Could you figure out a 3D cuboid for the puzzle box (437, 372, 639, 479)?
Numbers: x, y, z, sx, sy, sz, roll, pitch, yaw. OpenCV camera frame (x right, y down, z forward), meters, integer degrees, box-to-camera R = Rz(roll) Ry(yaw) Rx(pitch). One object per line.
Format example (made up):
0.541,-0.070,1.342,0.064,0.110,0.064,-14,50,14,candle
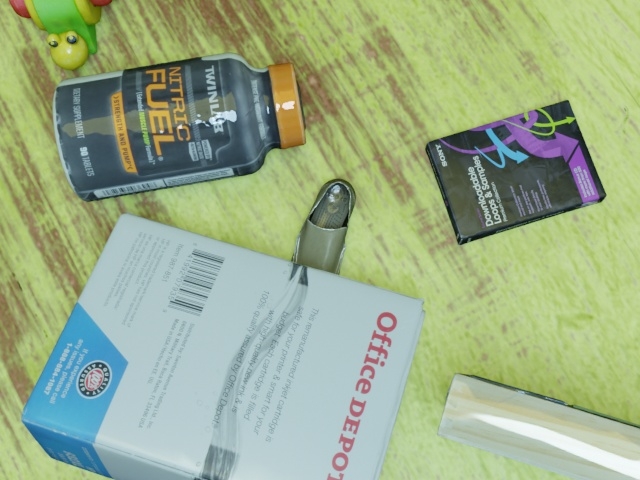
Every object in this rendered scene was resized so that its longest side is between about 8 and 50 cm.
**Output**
0.308,0.191,0.771,0.409,0.272,0.052,15,84,13,puzzle box

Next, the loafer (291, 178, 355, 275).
0.000,0.000,0.970,0.056,0.050,0.148,11,76,6,loafer

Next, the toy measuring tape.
-0.297,-0.349,1.043,0.121,0.121,0.330,-9,75,0,toy measuring tape

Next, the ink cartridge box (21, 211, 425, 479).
-0.080,0.133,0.875,0.307,0.129,0.223,16,60,7,ink cartridge box

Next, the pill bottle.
-0.140,-0.123,0.968,0.245,0.130,0.130,-10,75,0,pill bottle

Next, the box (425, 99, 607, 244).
0.206,-0.073,0.991,0.162,0.029,0.116,-18,75,-1,box
